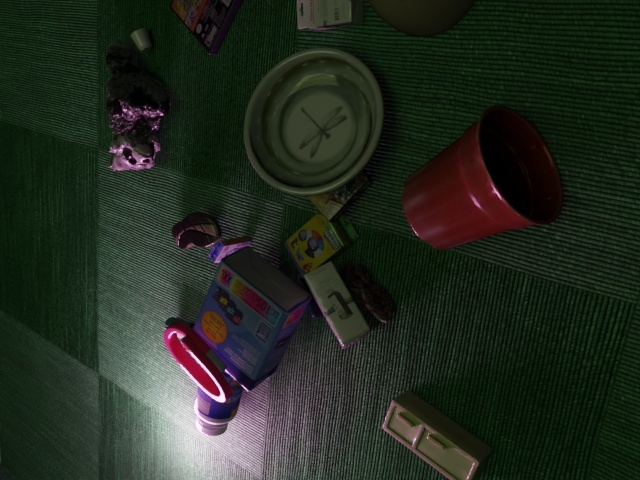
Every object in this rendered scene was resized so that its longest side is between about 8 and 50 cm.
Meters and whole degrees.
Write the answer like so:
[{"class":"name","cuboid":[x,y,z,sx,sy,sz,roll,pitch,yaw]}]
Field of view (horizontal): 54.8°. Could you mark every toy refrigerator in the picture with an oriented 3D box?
[{"class":"toy refrigerator","cuboid":[0.302,0.521,1.626,0.269,0.094,0.102,32,118,31]}]

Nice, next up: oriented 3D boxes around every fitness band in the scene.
[{"class":"fitness band","cuboid":[-0.378,0.378,1.912,0.291,0.054,0.209,47,146,6]}]

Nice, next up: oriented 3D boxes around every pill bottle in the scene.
[{"class":"pill bottle","cuboid":[-0.348,0.529,2.115,0.152,0.152,0.272,29,117,31]}]

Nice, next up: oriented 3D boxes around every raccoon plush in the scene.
[{"class":"raccoon plush","cuboid":[-0.662,-0.456,2.200,0.299,0.216,0.447,116,150,-44]}]

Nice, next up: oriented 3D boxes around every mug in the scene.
[{"class":"mug","cuboid":[-0.615,-0.692,2.149,0.062,0.078,0.064,-25,92,7]}]

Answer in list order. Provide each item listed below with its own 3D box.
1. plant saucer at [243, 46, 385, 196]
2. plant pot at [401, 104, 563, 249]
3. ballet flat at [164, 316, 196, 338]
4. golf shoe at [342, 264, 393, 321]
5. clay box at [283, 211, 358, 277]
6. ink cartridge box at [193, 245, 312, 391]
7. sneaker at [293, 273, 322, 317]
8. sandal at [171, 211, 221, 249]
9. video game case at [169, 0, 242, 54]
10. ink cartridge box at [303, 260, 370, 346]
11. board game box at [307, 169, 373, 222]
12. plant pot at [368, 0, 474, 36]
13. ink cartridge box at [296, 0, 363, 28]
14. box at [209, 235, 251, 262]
[{"class":"plant saucer","cuboid":[-0.010,-0.308,1.655,0.400,0.100,0.401,-3,82,21]},{"class":"plant pot","cuboid":[0.340,-0.115,1.371,0.265,0.272,0.272,-30,80,47]},{"class":"ballet flat","cuboid":[-0.461,0.337,2.226,0.248,0.086,0.086,13,107,38]},{"class":"golf shoe","cuboid":[0.132,0.155,1.715,0.186,0.067,0.086,52,150,21]},{"class":"clay box","cuboid":[0.000,0.000,1.787,0.222,0.053,0.127,-41,72,37]},{"class":"ink cartridge box","cuboid":[-0.227,0.260,1.880,0.270,0.151,0.396,37,123,18]},{"class":"sneaker","cuboid":[-0.040,0.172,1.858,0.059,0.053,0.144,-40,65,36]},{"class":"sandal","cuboid":[-0.415,-0.039,2.104,0.302,0.086,0.120,-6,101,54]},{"class":"video game case","cuboid":[-0.346,-0.768,1.921,0.248,0.035,0.275,50,126,19]},{"class":"ink cartridge box","cuboid":[0.047,0.182,1.713,0.092,0.158,0.218,-27,77,-4]},{"class":"board game box","cuboid":[0.011,-0.192,1.717,0.165,0.042,0.243,-46,69,17]},{"class":"plant pot","cuboid":[0.201,-0.619,1.407,0.284,0.191,0.284,9,105,37]},{"class":"ink cartridge box","cuboid":[0.024,-0.618,1.634,0.180,0.060,0.104,7,104,38]},{"class":"box","cuboid":[-0.291,0.029,1.975,0.028,0.136,0.081,49,126,20]}]
